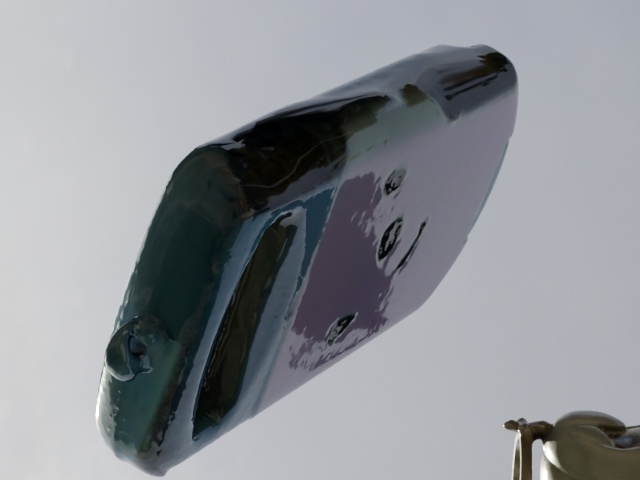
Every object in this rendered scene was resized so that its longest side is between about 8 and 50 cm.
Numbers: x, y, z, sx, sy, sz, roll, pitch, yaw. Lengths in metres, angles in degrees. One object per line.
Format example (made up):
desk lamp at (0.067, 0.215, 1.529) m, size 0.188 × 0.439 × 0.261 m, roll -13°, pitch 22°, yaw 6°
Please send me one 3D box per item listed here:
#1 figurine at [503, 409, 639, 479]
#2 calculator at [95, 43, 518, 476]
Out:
figurine at (0.185, 0.153, 0.913) m, size 0.154 × 0.132 × 0.132 m, roll 5°, pitch -98°, yaw 6°
calculator at (0.000, 0.000, 0.702) m, size 0.051 × 0.293 × 0.173 m, roll 35°, pitch -55°, yaw 20°
